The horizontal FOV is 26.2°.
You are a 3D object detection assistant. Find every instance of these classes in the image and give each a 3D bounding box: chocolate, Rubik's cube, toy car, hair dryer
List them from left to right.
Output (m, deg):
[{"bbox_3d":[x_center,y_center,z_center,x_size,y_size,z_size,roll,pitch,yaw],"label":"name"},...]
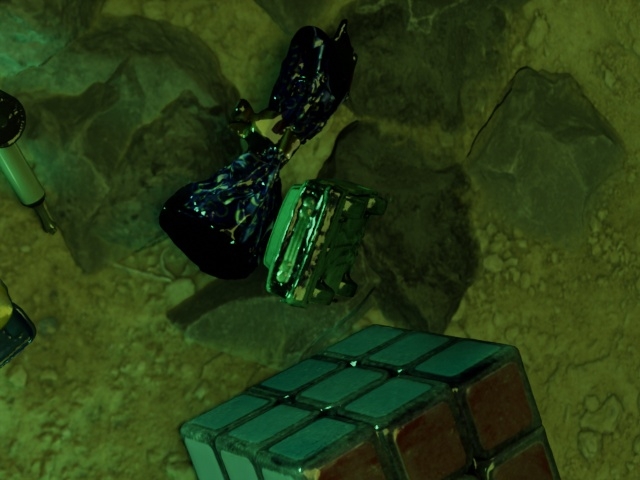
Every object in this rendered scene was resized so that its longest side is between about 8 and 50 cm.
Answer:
[{"bbox_3d":[-0.326,-0.082,1.440,0.057,0.100,0.198,-38,128,-21],"label":"hair dryer"},{"bbox_3d":[-0.047,-0.123,1.567,0.343,0.126,0.148,-58,134,-18],"label":"chocolate"},{"bbox_3d":[0.000,0.000,1.511,0.097,0.320,0.141,21,94,9],"label":"toy car"},{"bbox_3d":[0.068,0.295,1.547,0.305,0.301,0.304,-24,104,-29],"label":"Rubik's cube"}]

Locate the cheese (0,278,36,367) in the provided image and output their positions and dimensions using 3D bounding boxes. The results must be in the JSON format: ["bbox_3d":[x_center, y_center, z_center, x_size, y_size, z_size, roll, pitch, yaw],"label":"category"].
[{"bbox_3d":[-0.394,0.023,1.399,0.177,0.069,0.270,-42,114,-22],"label":"cheese"}]
